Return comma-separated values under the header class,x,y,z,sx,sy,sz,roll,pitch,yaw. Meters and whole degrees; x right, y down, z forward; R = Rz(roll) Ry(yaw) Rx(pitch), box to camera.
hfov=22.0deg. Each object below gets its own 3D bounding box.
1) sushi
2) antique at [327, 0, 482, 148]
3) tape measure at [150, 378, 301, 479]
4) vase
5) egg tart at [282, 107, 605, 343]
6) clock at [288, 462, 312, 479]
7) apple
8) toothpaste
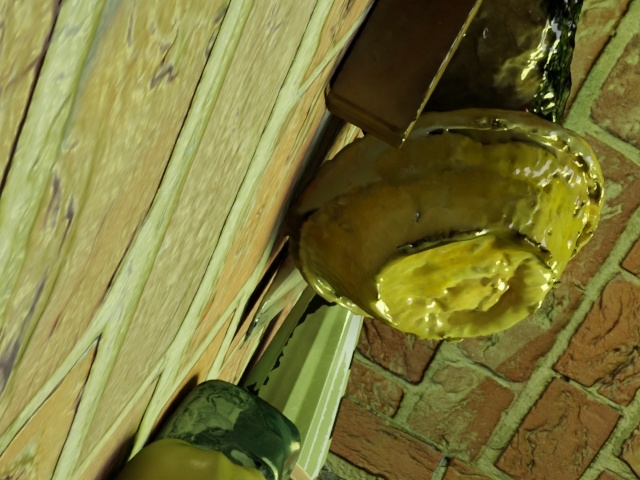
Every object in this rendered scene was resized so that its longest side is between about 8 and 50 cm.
class,x,y,z,sx,sy,sz,roll,pitch,yaw
sushi,0.163,-0.186,1.748,0.171,0.211,0.350,-50,164,-45
antique,0.116,-0.244,1.556,0.310,0.087,0.093,-62,178,-4
tape measure,-0.127,0.285,1.712,0.275,0.147,0.256,-61,176,6
vase,-0.022,0.174,2.267,0.165,0.165,0.360,-49,162,-70
egg tart,0.136,0.006,1.729,0.345,0.345,0.132,114,-24,-49
clock,-0.093,0.406,2.045,0.290,0.275,0.080,-57,179,-11
apple,-0.124,0.283,1.490,0.200,0.200,0.200,-61,176,-8
toothpaste,0.000,0.000,1.943,0.323,0.066,0.100,-52,176,-37
